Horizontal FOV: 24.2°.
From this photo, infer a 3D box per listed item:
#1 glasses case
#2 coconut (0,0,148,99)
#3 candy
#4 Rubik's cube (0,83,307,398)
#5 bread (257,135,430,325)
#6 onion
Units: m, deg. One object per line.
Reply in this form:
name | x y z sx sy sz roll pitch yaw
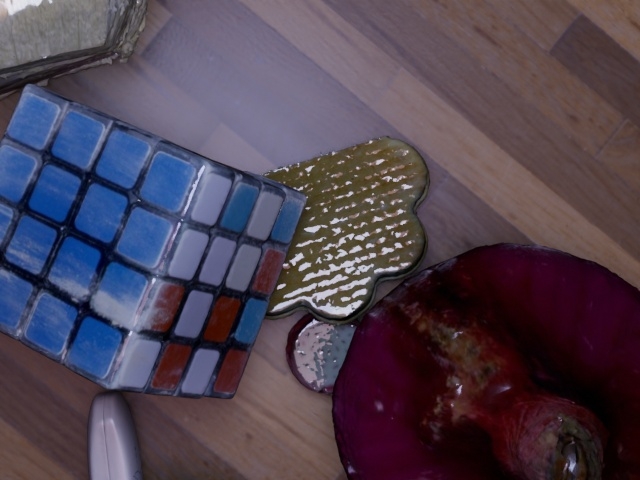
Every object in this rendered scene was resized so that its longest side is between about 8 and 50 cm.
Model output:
glasses case | -0.236 0.292 1.737 0.059 0.092 0.233 -5 90 -1
coconut | -0.382 -0.332 1.578 0.405 0.404 0.404 0 91 -3
candy | 0.010 0.131 1.769 0.103 0.043 0.103 0 90 -3
Rubik's cube | -0.206 0.009 1.612 0.259 0.253 0.256 23 91 25
bread | 0.000 0.000 1.744 0.287 0.056 0.207 -14 78 0
onion | 0.213 0.184 1.595 0.399 0.420 0.398 0 85 0
